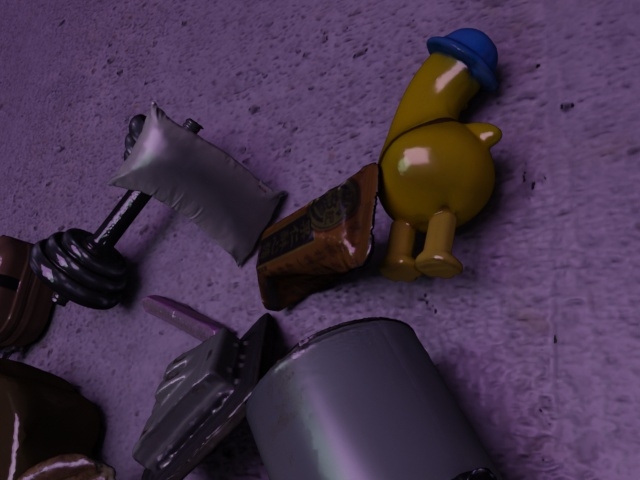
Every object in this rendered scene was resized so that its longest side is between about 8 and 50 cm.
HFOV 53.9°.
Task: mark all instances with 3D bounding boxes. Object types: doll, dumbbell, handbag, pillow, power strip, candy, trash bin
[{"bbox_3d":[0.141,-0.125,0.810,0.199,0.145,0.363,-9,58,39],"label":"doll"},{"bbox_3d":[-0.342,-0.047,1.103,0.406,0.179,0.179,-51,49,6],"label":"dumbbell"},{"bbox_3d":[-0.688,0.145,1.292,0.301,0.149,0.283,-11,65,31],"label":"handbag"},{"bbox_3d":[-0.192,-0.083,0.983,0.144,0.254,0.078,-54,15,9],"label":"pillow"},{"bbox_3d":[-0.168,0.212,0.839,0.251,0.092,0.257,-41,11,8],"label":"power strip"},{"bbox_3d":[0.000,0.000,0.830,0.271,0.101,0.143,-32,47,55],"label":"candy"},{"bbox_3d":[0.065,0.247,0.641,0.277,0.217,0.263,-59,43,35],"label":"trash bin"}]

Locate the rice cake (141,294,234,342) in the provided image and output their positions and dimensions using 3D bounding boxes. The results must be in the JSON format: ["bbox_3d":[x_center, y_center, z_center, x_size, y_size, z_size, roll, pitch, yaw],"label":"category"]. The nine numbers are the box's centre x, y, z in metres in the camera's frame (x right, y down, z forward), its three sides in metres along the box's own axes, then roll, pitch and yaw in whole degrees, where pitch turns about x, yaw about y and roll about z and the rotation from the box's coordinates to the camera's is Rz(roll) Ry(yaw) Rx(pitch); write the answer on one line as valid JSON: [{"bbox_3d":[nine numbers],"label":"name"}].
[{"bbox_3d":[-0.219,0.127,1.017,0.206,0.047,0.036,18,87,41],"label":"rice cake"}]

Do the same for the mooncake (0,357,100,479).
[{"bbox_3d":[-0.536,0.388,1.042,0.378,0.200,0.379,-12,65,27],"label":"mooncake"}]

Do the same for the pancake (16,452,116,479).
[{"bbox_3d":[-0.310,0.432,0.850,0.286,0.033,0.288,-10,83,3],"label":"pancake"}]
